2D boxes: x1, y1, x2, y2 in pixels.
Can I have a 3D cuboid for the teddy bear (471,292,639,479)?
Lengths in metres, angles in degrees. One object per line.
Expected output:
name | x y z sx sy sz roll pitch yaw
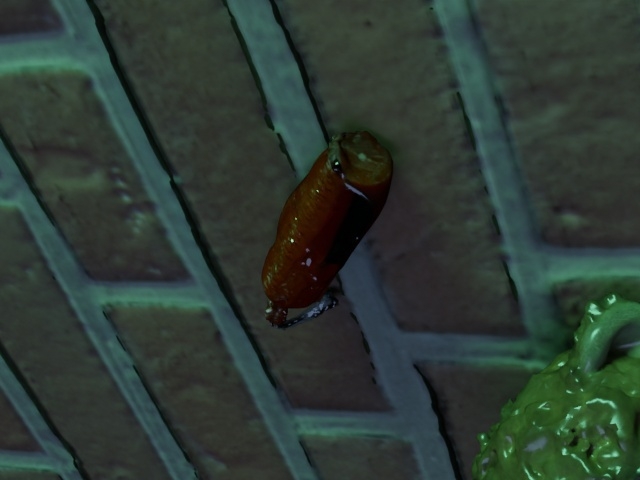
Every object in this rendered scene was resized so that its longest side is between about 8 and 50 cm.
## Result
teddy bear | 0.202 0.150 0.768 0.256 0.156 0.267 25 101 0

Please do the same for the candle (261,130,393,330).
candle | 0.000 0.000 0.803 0.053 0.048 0.162 55 145 20
